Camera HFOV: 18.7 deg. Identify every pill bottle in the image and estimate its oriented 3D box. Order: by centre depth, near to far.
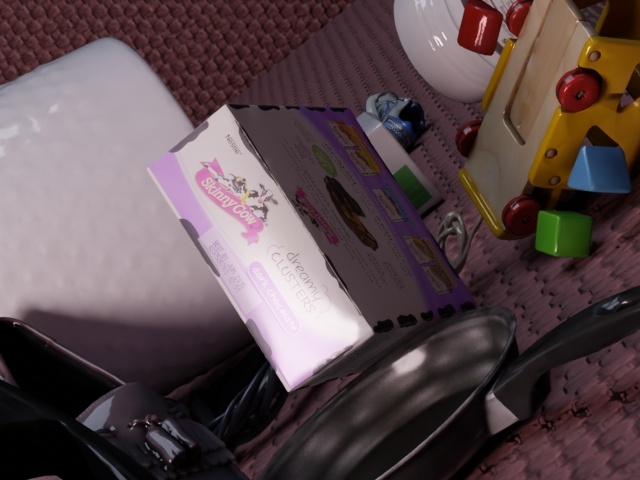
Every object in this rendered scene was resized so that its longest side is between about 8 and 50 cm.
[{"bbox_3d":[0.203,-0.232,1.649,0.278,0.162,0.162,-29,15,41],"label":"pill bottle"}]

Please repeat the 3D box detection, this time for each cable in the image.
[{"bbox_3d":[-0.055,0.105,1.449,0.150,0.047,0.184,-33,11,28],"label":"cable"}]

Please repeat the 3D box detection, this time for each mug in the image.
[{"bbox_3d":[-0.241,0.067,1.553,0.328,0.374,0.276,-29,50,-16],"label":"mug"}]

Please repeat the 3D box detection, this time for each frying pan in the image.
[{"bbox_3d":[0.087,0.078,1.083,0.326,0.053,0.197,-32,12,26],"label":"frying pan"}]

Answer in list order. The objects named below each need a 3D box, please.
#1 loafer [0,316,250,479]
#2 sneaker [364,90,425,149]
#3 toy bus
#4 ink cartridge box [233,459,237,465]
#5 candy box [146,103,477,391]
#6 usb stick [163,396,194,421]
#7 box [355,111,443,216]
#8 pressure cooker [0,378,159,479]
[{"bbox_3d":[-0.147,0.125,1.264,0.109,0.095,0.302,-5,14,-40],"label":"loafer"},{"bbox_3d":[0.079,-0.117,1.929,0.058,0.052,0.135,-26,22,15],"label":"sneaker"},{"bbox_3d":[0.167,-0.076,1.292,0.104,0.191,0.202,3,-8,-25],"label":"toy bus"},{"bbox_3d":[-0.244,0.223,1.324,0.371,0.069,0.176,-10,-10,-39],"label":"ink cartridge box"},{"bbox_3d":[0.000,0.000,1.223,0.070,0.165,0.196,-36,-12,20],"label":"candy box"},{"bbox_3d":[-0.193,0.176,1.456,0.077,0.045,0.278,-3,-19,-42],"label":"usb stick"},{"bbox_3d":[0.034,-0.043,1.650,0.101,0.087,0.102,-40,11,0],"label":"box"},{"bbox_3d":[-0.182,0.228,0.542,0.420,0.370,0.375,-41,9,-10],"label":"pressure cooker"}]
